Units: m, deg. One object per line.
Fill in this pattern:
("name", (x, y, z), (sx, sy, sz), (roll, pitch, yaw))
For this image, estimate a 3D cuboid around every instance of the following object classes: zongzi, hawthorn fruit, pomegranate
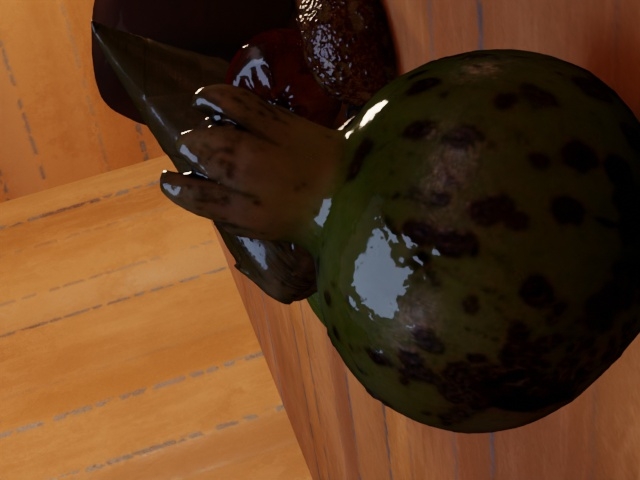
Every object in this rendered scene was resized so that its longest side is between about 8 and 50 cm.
("zongzi", (-0.127, -0.100, 1.769), (0.360, 0.160, 0.323), (24, -141, -44))
("hawthorn fruit", (-0.037, -0.192, 1.720), (0.172, 0.148, 0.148), (-63, -34, -55))
("pomegranate", (0.072, -0.030, 0.900), (0.306, 0.242, 0.242), (41, 165, 8))

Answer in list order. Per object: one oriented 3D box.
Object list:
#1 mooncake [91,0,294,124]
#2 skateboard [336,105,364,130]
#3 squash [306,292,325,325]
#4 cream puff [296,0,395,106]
("mooncake", (-0.169, -0.285, 1.996), (0.326, 0.333, 0.174), (24, -126, -54))
("skateboard", (0.022, -0.102, 1.530), (0.067, 0.151, 0.080), (48, -163, -26))
("squash", (0.000, 0.000, 1.936), (0.107, 0.107, 0.395), (84, 163, -52))
("cream puff", (0.022, -0.205, 1.487), (0.149, 0.084, 0.149), (165, 90, -82))
